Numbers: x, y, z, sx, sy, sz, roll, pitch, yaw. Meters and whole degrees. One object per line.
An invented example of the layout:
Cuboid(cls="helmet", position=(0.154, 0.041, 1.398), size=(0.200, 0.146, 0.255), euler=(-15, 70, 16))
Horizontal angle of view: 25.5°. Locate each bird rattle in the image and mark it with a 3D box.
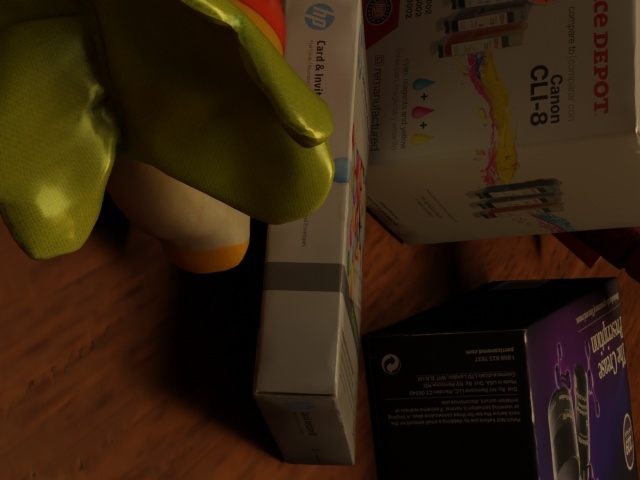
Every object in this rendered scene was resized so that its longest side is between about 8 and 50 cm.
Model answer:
Cuboid(cls="bird rattle", position=(-0.069, -0.099, 0.533), size=(0.207, 0.143, 0.254), euler=(68, 13, -58))

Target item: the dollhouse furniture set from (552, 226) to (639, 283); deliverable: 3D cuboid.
Cuboid(cls="dollhouse furniture set", position=(0.267, -0.049, 1.032), size=(0.201, 0.152, 0.374), euler=(-52, 172, -4))

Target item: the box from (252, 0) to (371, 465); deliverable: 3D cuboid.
Cuboid(cls="box", position=(0.000, 0.000, 0.660), size=(0.145, 0.038, 0.186), euler=(79, 13, -69))

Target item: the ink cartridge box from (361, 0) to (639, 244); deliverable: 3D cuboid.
Cuboid(cls="ink cartridge box", position=(0.112, -0.082, 0.812), size=(0.127, 0.176, 0.128), euler=(42, 48, -58))

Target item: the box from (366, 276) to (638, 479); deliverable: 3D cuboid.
Cuboid(cls="box", position=(0.128, 0.129, 0.904), size=(0.261, 0.103, 0.184), euler=(-14, 101, -66))
